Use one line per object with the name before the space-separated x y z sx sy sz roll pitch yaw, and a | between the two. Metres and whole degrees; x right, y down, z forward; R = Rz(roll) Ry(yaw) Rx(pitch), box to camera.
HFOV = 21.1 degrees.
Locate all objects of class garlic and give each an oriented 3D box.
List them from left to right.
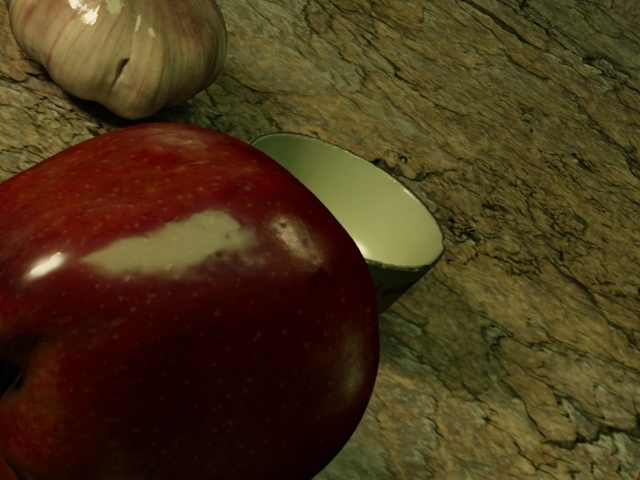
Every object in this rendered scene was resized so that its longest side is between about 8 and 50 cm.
garlic | -0.197 -0.267 1.725 0.245 0.253 0.245 16 33 -11

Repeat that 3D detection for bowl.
bowl | 0.000 0.000 1.613 0.211 0.112 0.211 24 28 -14

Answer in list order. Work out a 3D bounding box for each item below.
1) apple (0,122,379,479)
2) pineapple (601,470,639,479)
apple | -0.118 0.061 1.212 0.317 0.288 0.288 -15 50 -39
pineapple | 0.319 0.304 1.180 0.352 0.352 0.300 30 37 -2
